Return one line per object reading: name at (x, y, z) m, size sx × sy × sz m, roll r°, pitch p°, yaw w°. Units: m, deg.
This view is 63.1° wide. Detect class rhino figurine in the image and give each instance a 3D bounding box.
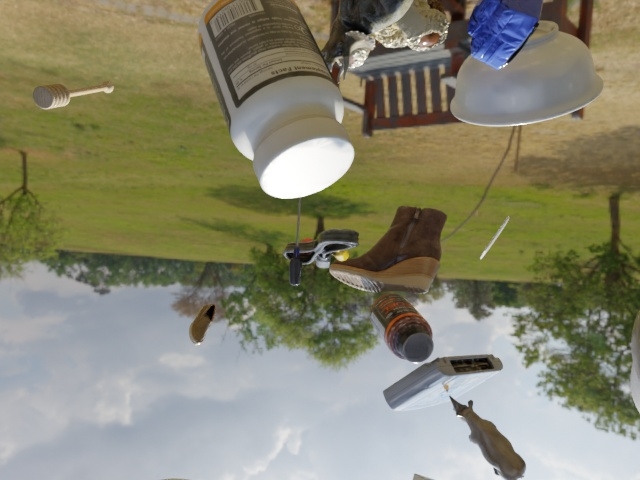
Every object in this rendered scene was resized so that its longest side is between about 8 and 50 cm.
rhino figurine at (0.394, 0.468, 1.243) m, size 0.073 × 0.243 × 0.106 m, roll -37°, pitch 159°, yaw -6°

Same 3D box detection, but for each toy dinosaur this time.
toy dinosaur at (0.105, -0.463, 0.979) m, size 0.313 × 0.160 × 0.121 m, roll -34°, pitch -165°, yaw 33°

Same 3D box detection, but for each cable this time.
cable at (0.000, 0.000, 1.020) m, size 0.139 × 0.072 × 0.287 m, roll 11°, pitch 164°, yaw -2°

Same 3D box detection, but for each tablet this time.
tablet at (0.329, -0.004, 0.983) m, size 0.006 × 0.083 × 0.054 m, roll 34°, pitch 167°, yaw 17°

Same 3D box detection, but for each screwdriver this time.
screwdriver at (-0.040, -0.001, 0.962) m, size 0.024 × 0.170 × 0.025 m, roll 9°, pitch -177°, yaw 41°

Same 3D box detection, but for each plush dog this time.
plush dog at (0.158, -0.509, 1.179) m, size 0.262 × 0.210 × 0.225 m, roll -7°, pitch -174°, yaw 22°

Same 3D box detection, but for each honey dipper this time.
honey dipper at (-0.340, -0.210, 0.738) m, size 0.030 × 0.030 × 0.160 m, roll 3°, pitch -160°, yaw 10°

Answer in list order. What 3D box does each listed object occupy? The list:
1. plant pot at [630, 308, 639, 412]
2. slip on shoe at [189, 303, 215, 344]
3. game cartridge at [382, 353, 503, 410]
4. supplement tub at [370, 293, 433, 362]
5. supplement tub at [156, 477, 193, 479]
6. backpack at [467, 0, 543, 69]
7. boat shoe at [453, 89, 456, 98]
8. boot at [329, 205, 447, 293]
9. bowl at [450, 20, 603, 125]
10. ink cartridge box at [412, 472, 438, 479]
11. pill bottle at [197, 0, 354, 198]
plant pot at (0.655, 0.224, 0.844) m, size 0.323 × 0.323 × 0.280 m, roll 3°, pitch 153°, yaw 14°
slip on shoe at (-0.321, 0.227, 1.432) m, size 0.041 × 0.051 × 0.135 m, roll -29°, pitch -156°, yaw 25°
game cartridge at (0.296, 0.346, 1.267) m, size 0.297 × 0.062 × 0.198 m, roll 9°, pitch 132°, yaw -44°
supplement tub at (0.185, 0.198, 1.167) m, size 0.106 × 0.106 × 0.198 m, roll 3°, pitch -166°, yaw -12°
supplement tub at (-0.220, 0.482, 0.662) m, size 0.241 × 0.331 × 0.241 m, roll 17°, pitch -145°, yaw -12°
backpack at (0.294, -0.354, 0.854) m, size 0.101 × 0.098 × 0.120 m, roll 27°, pitch 150°, yaw 2°
boat shoe at (0.428, -0.408, 1.465) m, size 0.073 × 0.073 × 0.207 m, roll 32°, pitch -135°, yaw 20°
boot at (0.159, 0.015, 1.210) m, size 0.248 × 0.207 × 0.090 m, roll 6°, pitch 151°, yaw 21°
bowl at (0.405, -0.353, 1.051) m, size 0.298 × 0.134 × 0.298 m, roll -12°, pitch -149°, yaw 8°
ink cartridge box at (0.236, 0.692, 1.111) m, size 0.165 × 0.332 × 0.065 m, roll 23°, pitch 165°, yaw -14°
pill bottle at (-0.063, -0.209, 0.730) m, size 0.162 × 0.278 × 0.162 m, roll -18°, pitch 157°, yaw -8°
